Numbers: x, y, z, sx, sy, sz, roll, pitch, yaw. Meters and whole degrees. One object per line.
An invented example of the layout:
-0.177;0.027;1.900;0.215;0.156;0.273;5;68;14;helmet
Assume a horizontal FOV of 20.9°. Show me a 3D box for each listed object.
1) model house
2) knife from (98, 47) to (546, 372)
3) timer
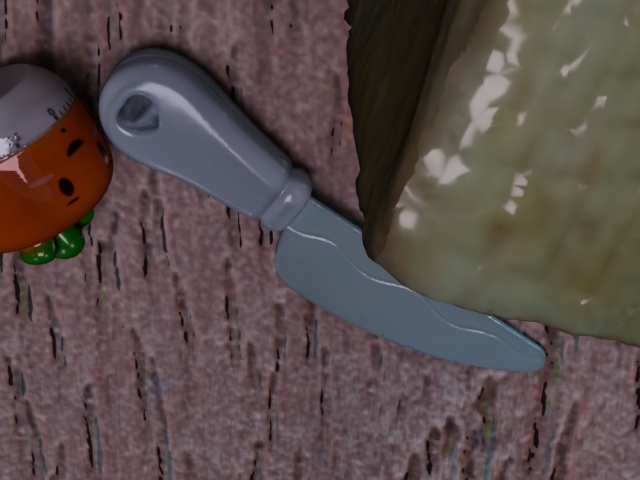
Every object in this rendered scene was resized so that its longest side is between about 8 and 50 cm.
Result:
0.225;-0.164;0.772;0.342;0.335;0.382;15;120;-9;model house
-0.002;0.001;1.077;0.331;0.044;0.080;38;121;-16;knife
-0.186;-0.036;1.053;0.136;0.099;0.136;17;130;21;timer
